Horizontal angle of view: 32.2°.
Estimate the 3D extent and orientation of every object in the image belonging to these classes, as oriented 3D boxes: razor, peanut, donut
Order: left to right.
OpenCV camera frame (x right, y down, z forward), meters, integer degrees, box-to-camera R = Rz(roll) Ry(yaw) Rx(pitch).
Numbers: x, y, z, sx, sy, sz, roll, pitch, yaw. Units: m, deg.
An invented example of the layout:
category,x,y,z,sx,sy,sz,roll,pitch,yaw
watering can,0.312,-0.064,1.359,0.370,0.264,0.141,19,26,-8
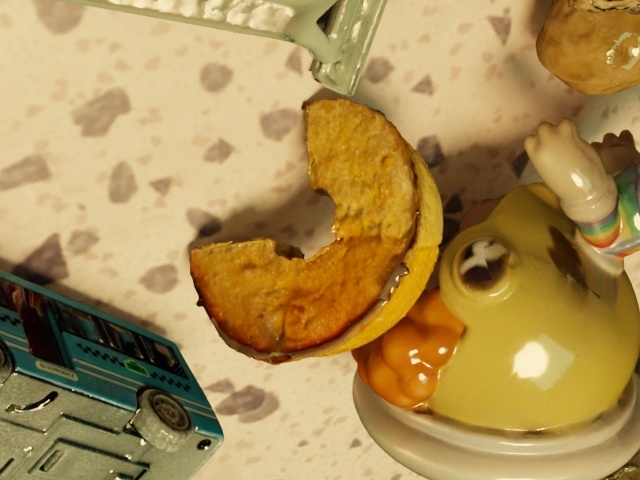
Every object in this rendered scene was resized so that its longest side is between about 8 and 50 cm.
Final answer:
category,x,y,z,sx,sy,sz,roll,pitch,yaw
razor,-0.084,-0.139,0.611,0.277,0.056,0.111,1,126,-29
donut,0.008,0.006,0.720,0.181,0.146,0.078,-51,145,12
peanut,0.242,-0.174,0.721,0.226,0.108,0.095,-31,139,1

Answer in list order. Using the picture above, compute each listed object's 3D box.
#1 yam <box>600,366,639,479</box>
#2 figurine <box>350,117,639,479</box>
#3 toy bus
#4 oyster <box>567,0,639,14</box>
category,x,y,z,sx,sy,sz,roll,pitch,yaw
yam,0.362,0.205,0.991,0.348,0.241,0.241,-22,133,-9
figurine,0.180,0.028,0.739,0.224,0.205,0.382,-22,155,-48
toy bus,-0.189,0.095,0.689,0.113,0.134,0.246,-47,133,16
oyster,0.210,-0.249,0.620,0.198,0.092,0.260,33,115,1
